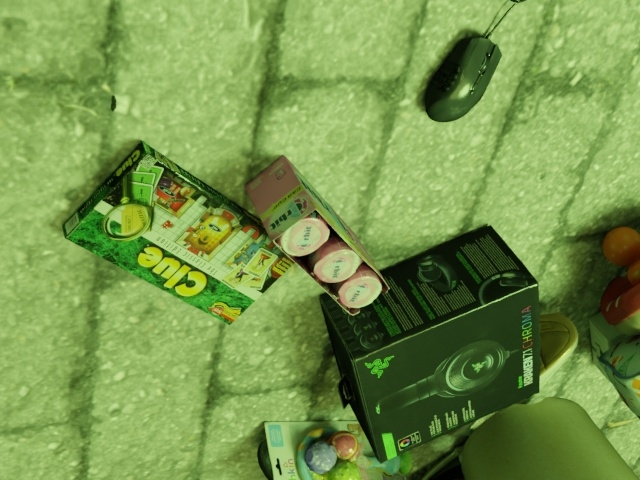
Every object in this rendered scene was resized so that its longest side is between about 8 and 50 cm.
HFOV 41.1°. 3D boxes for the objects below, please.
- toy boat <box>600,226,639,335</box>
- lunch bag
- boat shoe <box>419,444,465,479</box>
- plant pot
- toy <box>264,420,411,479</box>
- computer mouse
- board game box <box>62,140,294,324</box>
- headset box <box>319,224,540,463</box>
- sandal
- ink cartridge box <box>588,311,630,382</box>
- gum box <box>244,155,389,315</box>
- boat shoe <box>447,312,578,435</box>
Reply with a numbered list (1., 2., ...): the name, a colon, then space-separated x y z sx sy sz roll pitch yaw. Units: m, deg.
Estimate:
1. toy boat: 0.477 0.046 1.263 0.151 0.151 0.231 -34 166 -2
2. lunch bag: 0.573 0.146 1.268 0.303 0.115 0.243 -34 176 8
3. boat shoe: 0.283 0.407 1.489 0.302 0.113 0.103 -40 139 10
4. plant pot: 0.362 0.419 1.272 0.334 0.305 0.334 -8 130 -10
5. toy: 0.040 0.330 1.280 0.237 0.137 0.056 9 145 -33
6. computer mouse: 0.202 -0.229 0.959 0.071 0.041 0.242 19 117 -36
7. board game box: -0.151 0.001 0.988 0.136 0.030 0.260 -43 133 15
8. headset box: 0.150 0.152 1.192 0.283 0.131 0.246 -21 133 -8
9. sandal: 0.007 0.355 1.328 0.254 0.097 0.054 16 146 -35
10. ink cartridge box: 0.513 0.166 1.438 0.099 0.056 0.135 -28 134 -3
11. gum box: 0.000 0.000 1.005 0.062 0.107 0.188 -38 134 7
12. boat shoe: 0.303 0.218 1.355 0.096 0.098 0.277 27 122 -40
